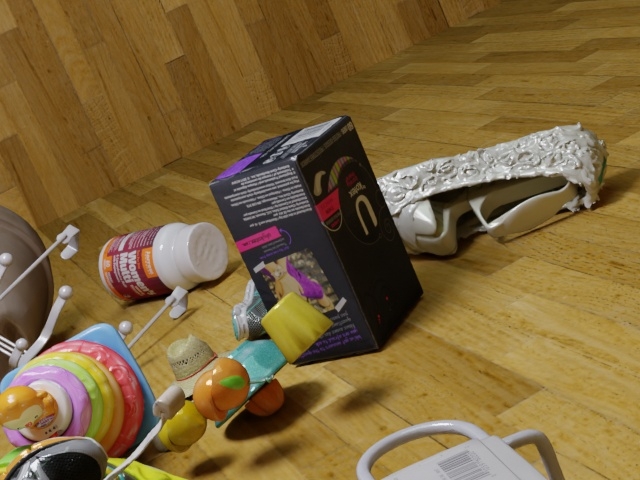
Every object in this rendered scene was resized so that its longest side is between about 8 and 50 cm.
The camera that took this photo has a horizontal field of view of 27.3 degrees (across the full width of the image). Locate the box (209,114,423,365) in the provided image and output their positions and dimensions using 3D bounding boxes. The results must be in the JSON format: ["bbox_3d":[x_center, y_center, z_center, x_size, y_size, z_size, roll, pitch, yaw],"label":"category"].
[{"bbox_3d":[0.000,0.000,1.705,0.143,0.270,0.165,-14,18,33],"label":"box"}]

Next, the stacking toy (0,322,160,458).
[{"bbox_3d":[-0.308,0.193,1.523,0.175,0.165,0.302,-29,-8,0],"label":"stacking toy"}]

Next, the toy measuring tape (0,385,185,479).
[{"bbox_3d":[-0.272,0.237,1.388,0.330,0.121,0.121,-49,2,28],"label":"toy measuring tape"}]

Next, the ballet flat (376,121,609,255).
[{"bbox_3d":[0.210,-0.053,1.872,0.409,0.147,0.147,-19,15,20],"label":"ballet flat"}]

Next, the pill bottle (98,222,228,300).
[{"bbox_3d":[-0.274,0.034,2.303,0.221,0.121,0.121,-11,19,39],"label":"pill bottle"}]

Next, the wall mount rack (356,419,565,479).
[{"bbox_3d":[0.082,0.263,0.969,0.304,0.130,0.350,-22,14,-8],"label":"wall mount rack"}]

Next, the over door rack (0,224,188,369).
[{"bbox_3d":[-0.377,0.093,2.037,0.240,0.108,0.324,29,35,11],"label":"over door rack"}]

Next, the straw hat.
[{"bbox_3d":[-0.175,0.161,1.787,0.144,0.061,0.144,-30,8,5],"label":"straw hat"}]

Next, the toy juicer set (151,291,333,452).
[{"bbox_3d":[-0.106,0.195,1.573,0.209,0.089,0.329,-42,-3,-29],"label":"toy juicer set"}]

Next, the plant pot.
[{"bbox_3d":[-0.592,0.131,2.186,0.323,0.323,0.280,-25,31,-5],"label":"plant pot"}]

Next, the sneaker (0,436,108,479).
[{"bbox_3d":[-0.280,0.264,1.212,0.215,0.084,0.083,-39,24,-19],"label":"sneaker"}]

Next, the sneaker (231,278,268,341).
[{"bbox_3d":[-0.076,0.100,1.921,0.076,0.065,0.166,-3,22,11],"label":"sneaker"}]

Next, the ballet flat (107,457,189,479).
[{"bbox_3d":[-0.184,0.279,1.433,0.077,0.077,0.231,-8,6,-36],"label":"ballet flat"}]
